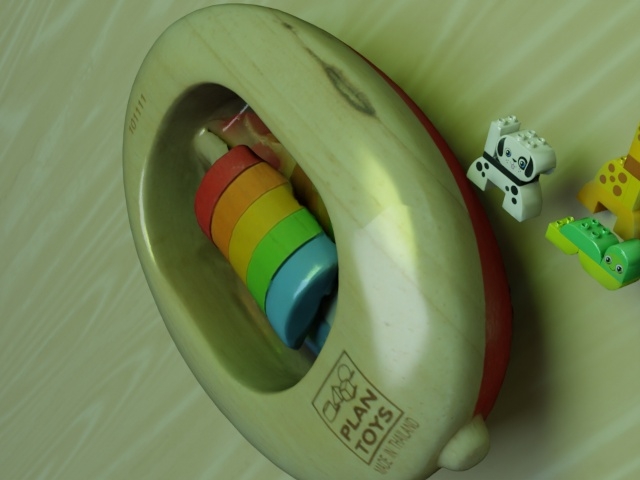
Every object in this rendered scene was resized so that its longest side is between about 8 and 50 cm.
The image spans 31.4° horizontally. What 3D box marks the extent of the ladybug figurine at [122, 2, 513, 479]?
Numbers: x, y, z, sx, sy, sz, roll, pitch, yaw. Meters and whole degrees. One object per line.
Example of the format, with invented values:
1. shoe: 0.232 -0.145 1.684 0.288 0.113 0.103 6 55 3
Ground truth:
1. ladybug figurine: 0.000 0.000 0.885 0.449 0.162 0.305 54 131 32

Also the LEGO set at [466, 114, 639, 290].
1. LEGO set: 0.201 -0.025 0.704 0.227 0.087 0.093 46 140 37
